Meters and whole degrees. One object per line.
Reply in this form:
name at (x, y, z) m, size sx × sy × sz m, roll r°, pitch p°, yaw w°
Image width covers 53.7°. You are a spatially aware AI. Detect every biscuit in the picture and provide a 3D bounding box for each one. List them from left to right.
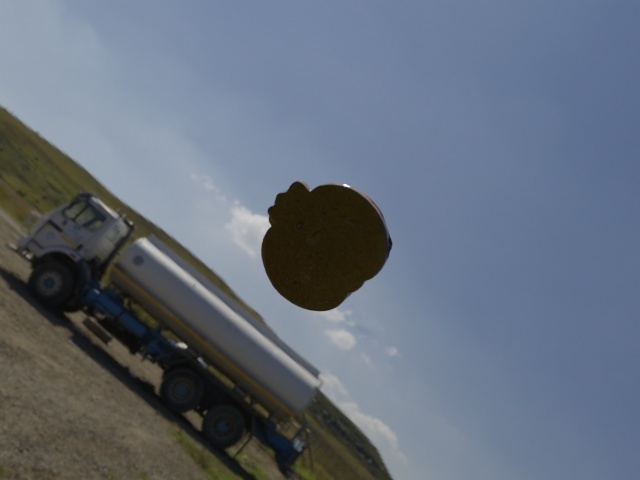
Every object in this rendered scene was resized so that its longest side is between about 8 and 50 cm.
biscuit at (0.001, 0.000, 0.810) m, size 0.170 × 0.170 × 0.050 m, roll 42°, pitch 12°, yaw 1°
